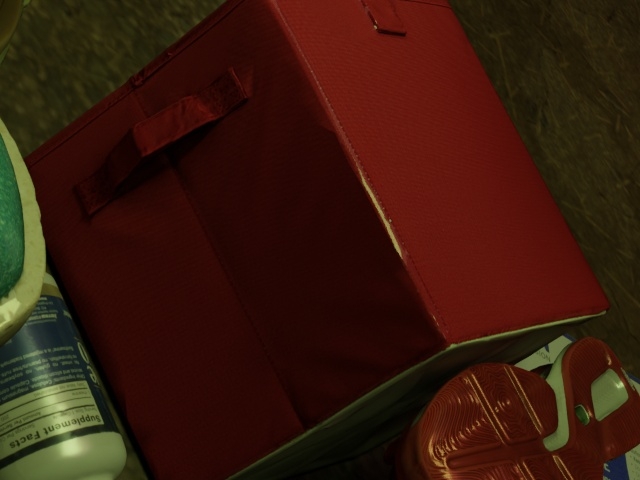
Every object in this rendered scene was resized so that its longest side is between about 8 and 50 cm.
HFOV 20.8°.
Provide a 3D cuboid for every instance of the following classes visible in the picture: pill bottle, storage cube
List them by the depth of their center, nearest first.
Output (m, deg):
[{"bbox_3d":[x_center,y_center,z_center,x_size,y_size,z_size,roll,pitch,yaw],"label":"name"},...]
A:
[{"bbox_3d":[-0.122,0.078,0.737,0.067,0.067,0.120,1,59,-57],"label":"pill bottle"},{"bbox_3d":[0.000,0.000,0.884,0.215,0.184,0.193,-4,64,-58],"label":"storage cube"}]

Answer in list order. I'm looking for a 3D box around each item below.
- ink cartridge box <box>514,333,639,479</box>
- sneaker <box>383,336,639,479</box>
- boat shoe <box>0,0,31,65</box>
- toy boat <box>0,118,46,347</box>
[{"bbox_3d":[0.180,0.208,1.069,0.304,0.072,0.307,32,35,-33],"label":"ink cartridge box"},{"bbox_3d":[0.073,0.119,0.874,0.221,0.128,0.087,-4,63,-57],"label":"sneaker"},{"bbox_3d":[-0.189,-0.144,0.868,0.105,0.089,0.285,18,36,-11],"label":"boat shoe"},{"bbox_3d":[-0.225,0.003,0.523,0.268,0.148,0.318,21,47,-6],"label":"toy boat"}]
